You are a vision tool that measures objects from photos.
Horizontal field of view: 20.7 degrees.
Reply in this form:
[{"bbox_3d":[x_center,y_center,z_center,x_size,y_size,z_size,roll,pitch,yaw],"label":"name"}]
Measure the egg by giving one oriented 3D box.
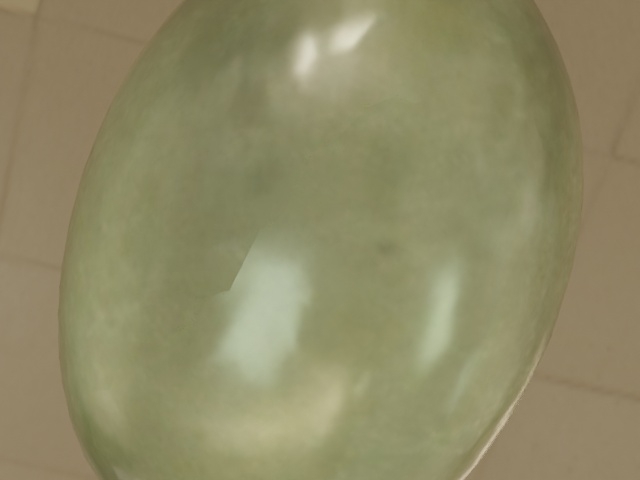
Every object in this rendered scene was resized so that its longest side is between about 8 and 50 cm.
[{"bbox_3d":[0.000,0.000,0.911,0.258,0.258,0.352,26,88,-16],"label":"egg"}]
